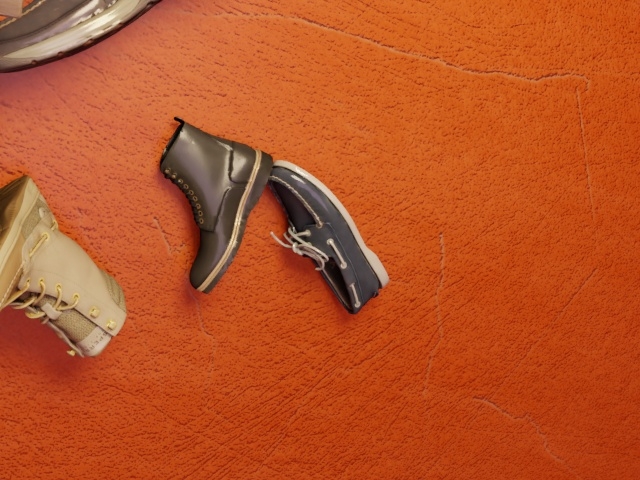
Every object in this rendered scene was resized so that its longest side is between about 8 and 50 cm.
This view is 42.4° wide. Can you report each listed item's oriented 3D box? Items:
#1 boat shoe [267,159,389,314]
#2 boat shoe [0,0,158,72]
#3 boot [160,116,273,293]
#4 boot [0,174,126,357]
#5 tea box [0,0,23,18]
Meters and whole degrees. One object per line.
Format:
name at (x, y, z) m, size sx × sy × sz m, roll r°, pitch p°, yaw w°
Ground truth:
boat shoe at (0.000, 0.000, 1.116) m, size 0.079 × 0.095 × 0.254 m, roll -48°, pitch 128°, yaw -16°
boat shoe at (-0.229, -0.307, 0.910) m, size 0.355 × 0.132 × 0.130 m, roll -36°, pitch 108°, yaw -19°
boot at (-0.161, -0.045, 1.047) m, size 0.137 × 0.077 × 0.198 m, roll 24°, pitch 82°, yaw -23°
boot at (-0.309, 0.066, 0.911) m, size 0.095 × 0.262 × 0.203 m, roll -29°, pitch 120°, yaw 10°
tea box at (-0.399, -0.385, 0.655) m, size 0.328 × 0.324 × 0.220 m, roll 4°, pitch 142°, yaw -24°
